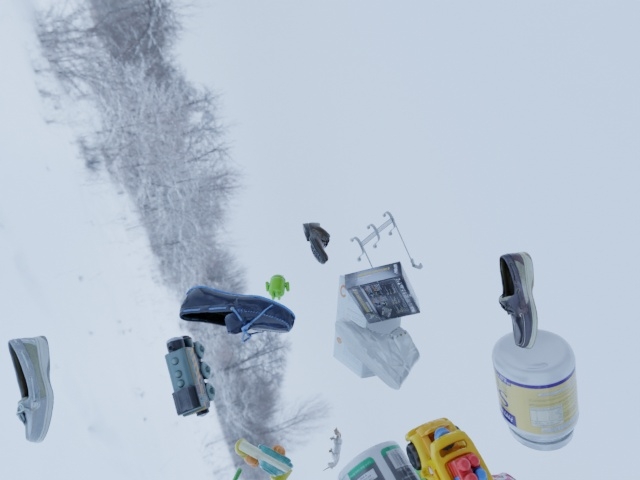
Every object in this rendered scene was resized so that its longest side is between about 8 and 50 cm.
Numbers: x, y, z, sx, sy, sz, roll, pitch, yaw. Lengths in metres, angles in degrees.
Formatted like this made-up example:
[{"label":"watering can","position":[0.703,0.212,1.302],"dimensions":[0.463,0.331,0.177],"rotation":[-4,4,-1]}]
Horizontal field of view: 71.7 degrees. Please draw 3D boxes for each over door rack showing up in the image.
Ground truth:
[{"label":"over door rack","position":[0.299,0.062,2.068],"dimensions":[0.324,0.239,0.108],"rotation":[58,-23,-12]}]

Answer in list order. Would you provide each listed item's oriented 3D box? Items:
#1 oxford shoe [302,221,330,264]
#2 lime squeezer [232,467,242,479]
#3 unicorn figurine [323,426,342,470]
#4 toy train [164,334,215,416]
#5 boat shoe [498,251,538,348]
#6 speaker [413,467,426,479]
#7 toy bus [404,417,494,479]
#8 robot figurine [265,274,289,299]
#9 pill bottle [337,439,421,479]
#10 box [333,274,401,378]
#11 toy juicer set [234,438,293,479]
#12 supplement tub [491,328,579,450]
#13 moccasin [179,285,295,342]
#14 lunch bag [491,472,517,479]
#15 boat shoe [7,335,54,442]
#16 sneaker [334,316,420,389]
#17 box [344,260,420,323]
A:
[{"label":"oxford shoe","position":[0.000,0.000,1.751],"dimensions":[0.083,0.096,0.227],"rotation":[87,-13,-46]},{"label":"lime squeezer","position":[-0.299,0.767,1.228],"dimensions":[0.058,0.310,0.110],"rotation":[33,-44,11]},{"label":"unicorn figurine","position":[0.060,0.865,1.816],"dimensions":[0.060,0.162,0.111],"rotation":[14,-34,26]},{"label":"toy train","position":[-0.524,0.536,1.761],"dimensions":[0.190,0.142,0.334],"rotation":[62,8,-73]},{"label":"boat shoe","position":[0.576,0.175,1.313],"dimensions":[0.103,0.092,0.286],"rotation":[130,-40,-84]},{"label":"speaker","position":[0.443,0.931,1.844],"dimensions":[0.131,0.297,0.131],"rotation":[30,-11,7]},{"label":"toy bus","position":[0.307,0.514,1.028],"dimensions":[0.211,0.149,0.220],"rotation":[89,-19,-53]},{"label":"robot figurine","position":[-0.179,0.190,1.835],"dimensions":[0.067,0.101,0.115],"rotation":[83,7,-49]},{"label":"pill bottle","position":[0.211,0.729,1.130],"dimensions":[0.361,0.204,0.204],"rotation":[55,-24,40]},{"label":"box","position":[0.183,0.322,1.730],"dimensions":[0.215,0.168,0.346],"rotation":[19,-72,60]},{"label":"toy juicer set","position":[-0.184,0.706,1.473],"dimensions":[0.209,0.089,0.329],"rotation":[26,-33,12]},{"label":"supplement tub","position":[0.700,0.483,1.439],"dimensions":[0.241,0.240,0.332],"rotation":[37,-34,63]},{"label":"moccasin","position":[-0.245,0.231,1.291],"dimensions":[0.117,0.341,0.138],"rotation":[-68,159,-46]},{"label":"lunch bag","position":[0.657,0.967,1.497],"dimensions":[0.293,0.120,0.258],"rotation":[164,-74,-76]},{"label":"boat shoe","position":[-0.880,0.447,1.336],"dimensions":[0.118,0.103,0.321],"rotation":[-32,-116,38]},{"label":"sneaker","position":[0.195,0.331,1.476],"dimensions":[0.292,0.169,0.108],"rotation":[44,-28,6]},{"label":"box","position":[0.202,0.173,1.419],"dimensions":[0.231,0.183,0.056],"rotation":[56,26,-42]}]
